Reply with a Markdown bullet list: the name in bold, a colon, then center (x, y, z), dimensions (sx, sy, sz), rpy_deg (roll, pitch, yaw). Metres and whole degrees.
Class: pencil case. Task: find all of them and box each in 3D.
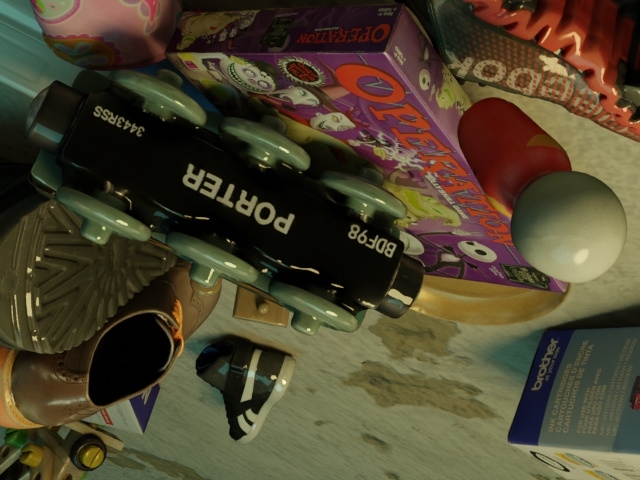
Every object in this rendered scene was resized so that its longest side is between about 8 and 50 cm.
- **pencil case**: center (-0.171, -0.246, 0.830), dimensions (0.124, 0.124, 0.284), rpy_deg (12, 151, 9)

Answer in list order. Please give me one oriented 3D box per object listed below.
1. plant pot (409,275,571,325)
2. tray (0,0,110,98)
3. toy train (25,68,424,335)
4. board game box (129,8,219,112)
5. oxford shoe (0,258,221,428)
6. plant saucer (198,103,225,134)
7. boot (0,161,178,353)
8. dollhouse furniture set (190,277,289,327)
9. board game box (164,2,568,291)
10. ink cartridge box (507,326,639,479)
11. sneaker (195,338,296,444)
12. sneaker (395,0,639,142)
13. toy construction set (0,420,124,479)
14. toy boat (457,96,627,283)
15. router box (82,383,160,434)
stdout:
- **plant pot**: center (0.138, 0.014, 1.186), dimensions (0.236, 0.032, 0.236), rpy_deg (12, 150, 7)
- **tray**: center (-0.323, -0.200, 1.068), dimensions (0.270, 0.030, 0.145), rpy_deg (26, 148, -16)
- **toy train**: center (-0.079, -0.029, 0.936), dimensions (0.334, 0.142, 0.190), rpy_deg (25, 173, -15)
- **board game box**: center (-0.104, -0.164, 1.015), dimensions (0.168, 0.033, 0.133), rpy_deg (13, 153, 20)
- **oxford shoe**: center (-0.184, 0.102, 1.214), dimensions (0.132, 0.363, 0.130), rpy_deg (-1, 109, 27)
- **plant saucer**: center (-0.102, -0.100, 1.127), dimensions (0.119, 0.021, 0.119), rpy_deg (12, 149, 8)
- **boot**: center (-0.404, -0.014, 1.152), dimensions (0.445, 0.146, 0.367), rpy_deg (9, -169, 17)
- **dollhouse furniture set**: center (-0.081, -0.003, 1.130), dimensions (0.144, 0.123, 0.151), rpy_deg (11, 161, -9)
- **board game box**: center (0.053, -0.065, 0.946), dimensions (0.208, 0.056, 0.347), rpy_deg (2, 152, 36)
- **ink cartridge box**: center (0.391, 0.209, 1.220), dimensions (0.270, 0.151, 0.395), rpy_deg (33, 157, -26)
- **sneaker**: center (-0.119, 0.196, 1.584), dimensions (0.121, 0.079, 0.217), rpy_deg (24, 141, -5)
- **sneaker**: center (0.160, -0.149, 0.842), dimensions (0.276, 0.098, 0.135), rpy_deg (29, 158, -30)
- **toy construction set**: center (-0.472, 0.334, 1.909), dimensions (0.308, 0.237, 0.257), rpy_deg (31, -177, -12)
- **toy boat**: center (0.243, -0.092, 0.716), dimensions (0.318, 0.148, 0.267), rpy_deg (-29, 133, 1)
- **router box**: center (-0.398, 0.140, 1.617), dimensions (0.301, 0.082, 0.335), rpy_deg (12, 150, 8)
